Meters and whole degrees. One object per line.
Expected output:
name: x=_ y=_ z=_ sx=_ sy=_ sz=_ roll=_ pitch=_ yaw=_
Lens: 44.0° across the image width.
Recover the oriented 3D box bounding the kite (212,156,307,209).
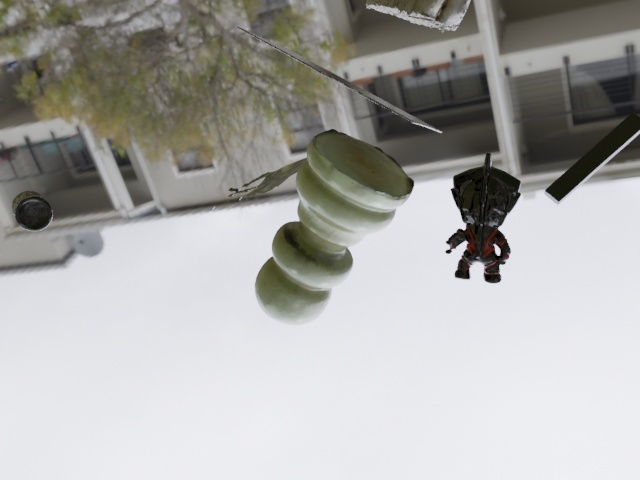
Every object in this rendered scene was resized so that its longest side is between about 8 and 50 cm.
kite: x=-0.148 y=-0.126 z=1.836 sx=0.310 sy=0.015 sz=0.169 roll=-19 pitch=-160 yaw=40

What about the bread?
bread: x=0.172 y=-0.455 z=1.333 sx=0.102 sy=0.183 sz=0.337 roll=10 pitch=-165 yaw=-15

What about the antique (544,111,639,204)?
antique: x=0.416 y=-0.125 z=1.195 sx=0.192 sy=0.015 sz=0.031 roll=-40 pitch=-117 yaw=-8

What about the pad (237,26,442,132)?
pad: x=0.038 y=-0.258 z=1.294 sx=0.330 sy=0.004 sz=0.220 roll=31 pitch=-167 yaw=16

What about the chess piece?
chess piece: x=0.000 y=0.000 z=1.330 sx=0.183 sy=0.330 sz=0.182 roll=23 pitch=-152 yaw=-13

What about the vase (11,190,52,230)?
vase: x=-0.490 y=-0.051 z=1.343 sx=0.059 sy=0.059 sz=0.167 roll=-26 pitch=-164 yaw=-18

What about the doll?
doll: x=0.308 y=-0.044 z=1.513 sx=0.127 sy=0.248 sz=0.088 roll=-2 pitch=-173 yaw=-13
